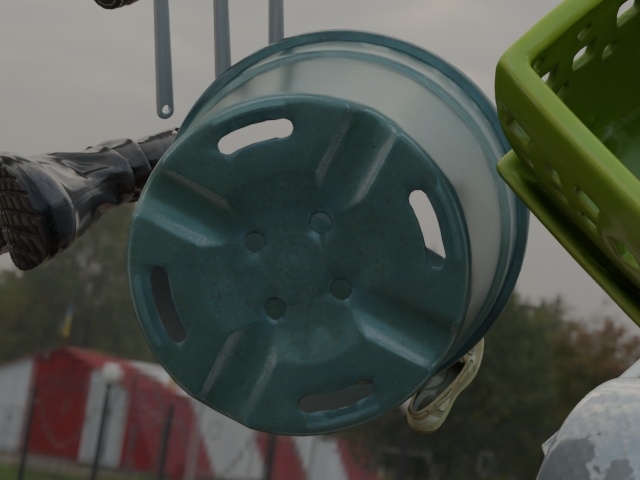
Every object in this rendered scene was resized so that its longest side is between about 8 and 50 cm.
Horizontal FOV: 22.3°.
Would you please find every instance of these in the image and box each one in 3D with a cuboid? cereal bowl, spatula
[{"bbox_3d":[0.326,0.303,1.518,0.141,0.339,0.339,6,-7,37],"label":"cereal bowl"},{"bbox_3d":[-0.094,-0.229,1.453,0.168,0.242,0.019,-18,37,-29],"label":"spatula"}]

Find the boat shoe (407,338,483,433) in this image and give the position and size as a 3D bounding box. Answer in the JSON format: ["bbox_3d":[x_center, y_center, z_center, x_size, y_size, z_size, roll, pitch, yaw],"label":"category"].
[{"bbox_3d":[0.144,0.150,1.881,0.056,0.153,0.048,24,-26,24],"label":"boat shoe"}]

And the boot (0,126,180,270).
[{"bbox_3d":[-0.221,-0.062,1.624,0.223,0.118,0.338,-18,10,-15],"label":"boot"}]

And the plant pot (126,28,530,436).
[{"bbox_3d":[0.000,0.000,1.324,0.341,0.341,0.334,8,9,6],"label":"plant pot"}]

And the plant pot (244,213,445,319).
[{"bbox_3d":[-0.008,0.053,1.833,0.293,0.196,0.293,29,-2,1],"label":"plant pot"}]

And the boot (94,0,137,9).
[{"bbox_3d":[-0.397,-0.403,1.992,0.138,0.284,0.377,10,-47,47],"label":"boot"}]

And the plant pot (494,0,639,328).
[{"bbox_3d":[0.268,-0.071,1.184,0.227,0.228,0.207,48,-16,17],"label":"plant pot"}]

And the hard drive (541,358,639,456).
[{"bbox_3d":[0.449,0.188,1.763,0.233,0.353,0.047,44,12,-13],"label":"hard drive"}]
